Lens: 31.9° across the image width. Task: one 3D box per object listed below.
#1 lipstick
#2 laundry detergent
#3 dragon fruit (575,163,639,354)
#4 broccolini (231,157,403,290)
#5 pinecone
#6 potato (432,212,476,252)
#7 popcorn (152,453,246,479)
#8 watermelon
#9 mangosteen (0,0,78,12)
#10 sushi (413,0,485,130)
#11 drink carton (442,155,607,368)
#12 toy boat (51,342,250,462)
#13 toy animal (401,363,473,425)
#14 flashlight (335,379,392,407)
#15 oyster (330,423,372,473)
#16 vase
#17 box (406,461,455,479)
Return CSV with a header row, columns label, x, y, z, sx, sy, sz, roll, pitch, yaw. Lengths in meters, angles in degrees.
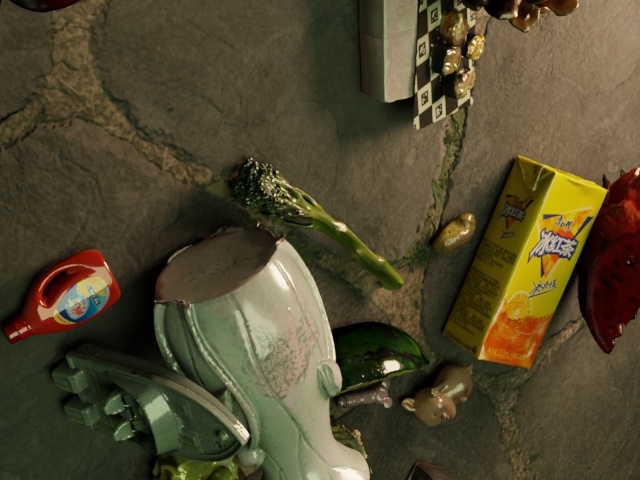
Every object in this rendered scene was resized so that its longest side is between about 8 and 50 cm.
label,x,y,z,sx,sy,sz,roll,pitch,yaw
lipstick,0.099,-0.365,1.638,0.066,0.068,0.317,-19,120,-29
laundry detergent,-0.362,0.084,1.540,0.165,0.049,0.097,-31,119,-18
dragon fruit,0.519,0.011,2.015,0.100,0.282,0.344,8,132,-8
broccolini,-0.001,-0.004,1.749,0.392,0.074,0.079,41,44,-41
pinecone,0.289,-0.430,1.652,0.228,0.202,0.201,-7,147,-8
potato,0.232,-0.010,1.912,0.092,0.045,0.046,-42,93,-15
popcorn,-0.193,0.366,1.750,0.135,0.162,0.141,-20,102,14
watermelon,0.063,0.216,1.873,0.301,0.123,0.129,-16,141,-26
mangosteen,-0.343,-0.342,1.295,0.180,0.166,0.166,-18,124,1
sushi,0.211,-0.285,1.729,0.192,0.040,0.210,-30,127,-48
drink carton,0.359,0.040,1.979,0.154,0.111,0.351,14,103,-39
toy boat,-0.228,0.235,1.539,0.092,0.319,0.141,-45,134,-43
toy animal,0.222,0.279,2.025,0.150,0.089,0.083,-37,105,-11
flashlight,0.074,0.272,1.944,0.110,0.031,0.052,-6,90,-29
oyster,0.033,0.376,1.948,0.105,0.056,0.177,-42,129,4
vase,-0.079,0.214,1.657,0.250,0.250,0.445,-31,118,-20
box,0.212,0.460,2.105,0.084,0.063,0.060,21,97,-40
